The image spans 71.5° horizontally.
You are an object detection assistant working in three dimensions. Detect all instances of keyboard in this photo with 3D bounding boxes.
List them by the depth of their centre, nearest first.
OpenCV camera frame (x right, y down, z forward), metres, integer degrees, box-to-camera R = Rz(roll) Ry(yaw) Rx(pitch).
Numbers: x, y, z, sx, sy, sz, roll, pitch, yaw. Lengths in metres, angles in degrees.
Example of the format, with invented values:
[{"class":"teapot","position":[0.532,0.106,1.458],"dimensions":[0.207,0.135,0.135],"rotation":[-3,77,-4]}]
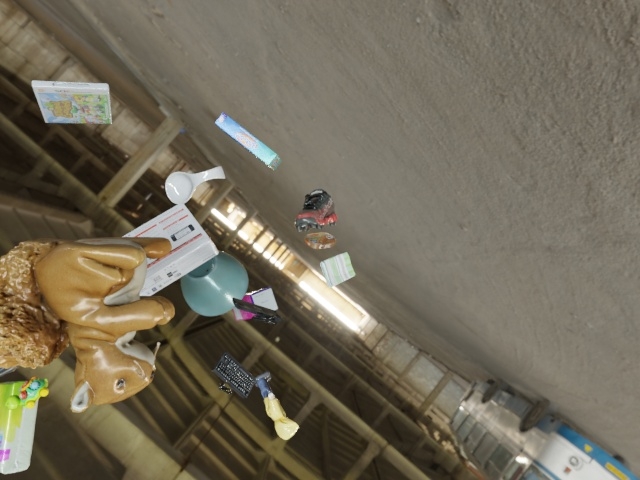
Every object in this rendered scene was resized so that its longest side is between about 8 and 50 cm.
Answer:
[{"class":"keyboard","position":[-0.292,0.464,1.489],"dimensions":[0.023,0.108,0.180],"rotation":[1,137,44]},{"class":"keyboard","position":[-0.223,0.257,1.557],"dimensions":[0.192,0.038,0.100],"rotation":[24,-173,-33]}]

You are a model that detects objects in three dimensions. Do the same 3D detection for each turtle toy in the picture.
[{"class":"turtle toy","position":[-0.942,0.494,1.434],"dimensions":[0.095,0.130,0.066],"rotation":[9,139,55]}]

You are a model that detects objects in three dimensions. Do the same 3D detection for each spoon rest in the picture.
[{"class":"spoon rest","position":[-0.543,-0.244,1.879],"dimensions":[0.084,0.276,0.137],"rotation":[-24,-85,-73]}]

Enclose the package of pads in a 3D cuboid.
[{"class":"package of pads","position":[-1.119,0.660,1.597],"dimensions":[0.229,0.296,0.101],"rotation":[-14,159,34]}]

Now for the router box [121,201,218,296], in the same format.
[{"class":"router box","position":[-0.595,0.033,1.667],"dimensions":[0.301,0.335,0.082],"rotation":[44,161,42]}]

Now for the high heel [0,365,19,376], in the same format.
[{"class":"high heel","position":[-1.447,0.503,1.931],"dimensions":[0.261,0.093,0.186],"rotation":[32,-155,9]}]

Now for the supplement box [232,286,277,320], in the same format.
[{"class":"supplement box","position":[-0.314,0.295,2.063],"dimensions":[0.220,0.111,0.114],"rotation":[-17,92,51]}]

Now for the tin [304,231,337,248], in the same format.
[{"class":"tin","position":[0.000,0.000,2.218],"dimensions":[0.190,0.040,0.106],"rotation":[-8,-140,-47]}]

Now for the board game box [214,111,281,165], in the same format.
[{"class":"board game box","position":[-0.228,-0.315,1.436],"dimensions":[0.210,0.047,0.160],"rotation":[37,-178,-1]}]

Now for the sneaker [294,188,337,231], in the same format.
[{"class":"sneaker","position":[-0.020,-0.102,1.478],"dimensions":[0.098,0.135,0.276],"rotation":[-5,-173,20]}]

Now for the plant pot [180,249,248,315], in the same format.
[{"class":"plant pot","position":[-0.477,0.150,1.903],"dimensions":[0.290,0.290,0.195],"rotation":[37,160,30]}]

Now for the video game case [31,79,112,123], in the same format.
[{"class":"video game case","position":[-0.746,-0.415,1.354],"dimensions":[0.212,0.193,0.023],"rotation":[148,114,-64]}]

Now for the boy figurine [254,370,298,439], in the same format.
[{"class":"boy figurine","position":[-0.193,0.701,1.893],"dimensions":[0.285,0.092,0.177],"rotation":[52,160,33]}]

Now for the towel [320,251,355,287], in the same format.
[{"class":"towel","position":[0.075,0.119,1.836],"dimensions":[0.023,0.152,0.113],"rotation":[-15,94,52]}]

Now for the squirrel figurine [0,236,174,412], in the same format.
[{"class":"squirrel figurine","position":[-0.542,0.184,1.011],"dimensions":[0.397,0.370,0.281],"rotation":[1,-175,-13]}]
